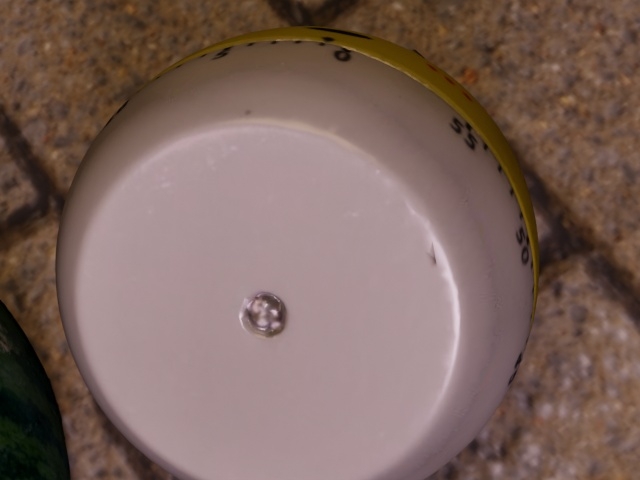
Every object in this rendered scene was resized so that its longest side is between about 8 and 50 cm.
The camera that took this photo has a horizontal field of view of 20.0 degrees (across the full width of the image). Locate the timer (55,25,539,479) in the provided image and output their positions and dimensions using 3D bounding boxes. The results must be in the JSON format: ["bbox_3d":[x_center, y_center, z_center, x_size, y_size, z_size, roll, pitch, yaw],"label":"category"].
[{"bbox_3d":[0.000,0.000,1.035,0.285,0.285,0.285,-6,60,11],"label":"timer"}]

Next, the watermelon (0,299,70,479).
[{"bbox_3d":[-0.251,0.096,1.081,0.222,0.319,0.292,12,66,-19],"label":"watermelon"}]
